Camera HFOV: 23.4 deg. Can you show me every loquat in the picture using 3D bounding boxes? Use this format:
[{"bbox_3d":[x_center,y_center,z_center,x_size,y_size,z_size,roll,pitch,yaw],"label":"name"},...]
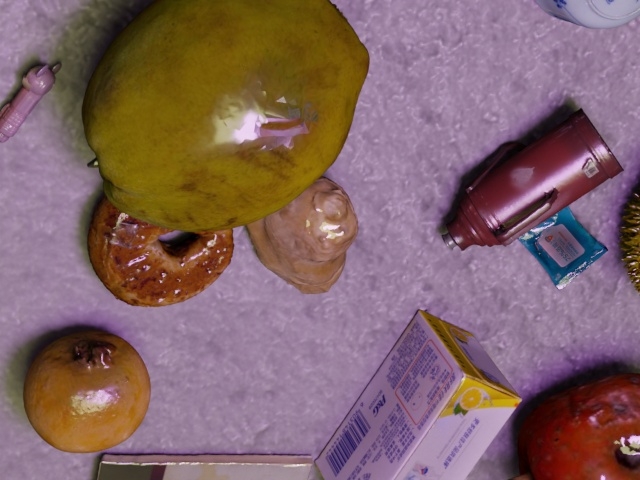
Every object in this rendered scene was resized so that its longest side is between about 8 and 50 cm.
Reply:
[{"bbox_3d":[-0.276,0.179,1.831,0.163,0.137,0.163,0,125,0],"label":"loquat"}]

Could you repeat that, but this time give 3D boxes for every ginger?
[{"bbox_3d":[0.000,0.002,1.847,0.115,0.122,0.193,-43,133,-18],"label":"ginger"}]

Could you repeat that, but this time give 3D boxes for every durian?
[{"bbox_3d":[0.441,-0.025,1.988,0.137,0.095,0.221,-25,127,-47],"label":"durian"}]

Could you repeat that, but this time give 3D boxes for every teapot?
[{"bbox_3d":[0.324,-0.310,1.766,0.232,0.159,0.159,9,114,-22],"label":"teapot"}]

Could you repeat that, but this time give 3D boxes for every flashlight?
[{"bbox_3d":[-0.328,-0.155,1.702,0.031,0.052,0.110,43,107,5],"label":"flashlight"}]

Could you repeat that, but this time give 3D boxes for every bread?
[{"bbox_3d":[-0.186,-0.008,1.810,0.193,0.064,0.193,-11,121,-20],"label":"bread"}]

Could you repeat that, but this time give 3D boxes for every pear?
[{"bbox_3d":[-0.102,-0.147,1.653,0.321,0.269,0.269,-28,122,-2],"label":"pear"}]

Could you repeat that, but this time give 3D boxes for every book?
[{"bbox_3d":[-0.164,0.366,2.029,0.289,0.026,0.201,5,116,-21],"label":"book"}]

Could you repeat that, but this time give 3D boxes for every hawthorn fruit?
[{"bbox_3d":[0.386,0.301,2.058,0.261,0.258,0.258,-7,126,28],"label":"hawthorn fruit"}]

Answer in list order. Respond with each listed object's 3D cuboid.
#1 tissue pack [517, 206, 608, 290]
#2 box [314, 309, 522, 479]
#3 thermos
[{"bbox_3d":[0.309,0.000,1.994,0.085,0.028,0.138,-38,126,8],"label":"tissue pack"},{"bbox_3d":[0.121,0.247,1.982,0.097,0.168,0.265,24,106,-30],"label":"box"},{"bbox_3d":[0.250,-0.058,1.892,0.232,0.124,0.099,-34,118,10],"label":"thermos"}]
